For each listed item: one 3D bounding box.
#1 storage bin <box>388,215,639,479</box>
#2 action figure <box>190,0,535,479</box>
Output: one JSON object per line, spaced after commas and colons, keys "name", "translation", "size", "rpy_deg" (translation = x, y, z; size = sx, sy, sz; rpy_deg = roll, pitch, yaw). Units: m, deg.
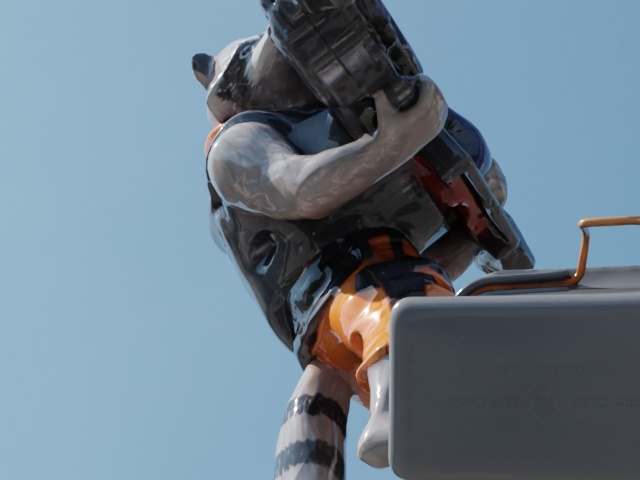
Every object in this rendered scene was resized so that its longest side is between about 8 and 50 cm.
{"name": "storage bin", "translation": [0.087, 0.040, 0.514], "size": [0.135, 0.098, 0.091], "rpy_deg": [-2, -6, 26]}
{"name": "action figure", "translation": [0.000, 0.000, 0.788], "size": [0.178, 0.330, 0.341], "rpy_deg": [-28, -42, 8]}
